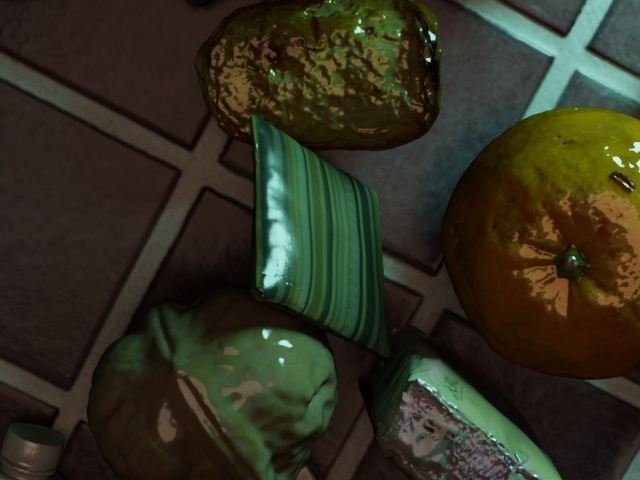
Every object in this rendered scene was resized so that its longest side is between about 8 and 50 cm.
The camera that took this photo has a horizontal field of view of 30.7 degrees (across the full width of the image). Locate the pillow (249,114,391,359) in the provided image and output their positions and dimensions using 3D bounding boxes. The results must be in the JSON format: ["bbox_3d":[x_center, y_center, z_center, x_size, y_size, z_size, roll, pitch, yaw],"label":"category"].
[{"bbox_3d":[0.000,0.000,1.198,0.052,0.208,0.212,-25,143,33],"label":"pillow"}]

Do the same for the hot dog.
[{"bbox_3d":[0.002,-0.180,1.245,0.259,0.114,0.175,0,102,9],"label":"hot dog"}]

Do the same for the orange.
[{"bbox_3d":[0.268,0.005,1.207,0.284,0.226,0.283,4,100,22],"label":"orange"}]

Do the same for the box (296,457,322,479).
[{"bbox_3d":[-0.029,0.363,1.337,0.141,0.058,0.201,-29,98,2],"label":"box"}]

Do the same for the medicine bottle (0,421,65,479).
[{"bbox_3d":[-0.346,0.302,1.313,0.119,0.069,0.183,19,95,-2],"label":"medicine bottle"}]

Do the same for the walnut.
[{"bbox_3d":[-0.107,0.165,1.208,0.273,0.273,0.227,-2,74,-2],"label":"walnut"}]

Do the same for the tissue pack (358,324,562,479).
[{"bbox_3d":[0.142,0.209,1.224,0.215,0.256,0.123,38,97,-6],"label":"tissue pack"}]

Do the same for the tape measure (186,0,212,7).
[{"bbox_3d":[-0.111,-0.314,1.242,0.118,0.074,0.125,-5,102,-4],"label":"tape measure"}]
